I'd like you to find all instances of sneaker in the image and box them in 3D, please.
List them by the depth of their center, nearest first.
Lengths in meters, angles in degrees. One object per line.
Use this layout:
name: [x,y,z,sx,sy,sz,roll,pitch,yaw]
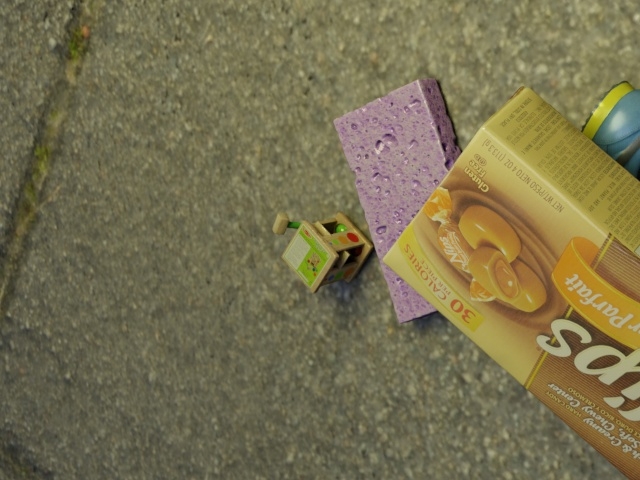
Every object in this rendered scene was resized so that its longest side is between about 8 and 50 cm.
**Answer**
sneaker: [0.239,-0.029,1.287,0.082,0.069,0.209,40,123,24]

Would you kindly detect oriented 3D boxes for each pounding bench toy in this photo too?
pounding bench toy: [0.000,0.000,1.506,0.083,0.065,0.052,48,128,23]

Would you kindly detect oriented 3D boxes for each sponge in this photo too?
sponge: [0.092,-0.036,1.440,0.117,0.031,0.210,-21,85,42]

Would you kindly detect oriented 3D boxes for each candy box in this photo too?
candy box: [0.223,0.049,1.234,0.316,0.087,0.183,41,135,6]
